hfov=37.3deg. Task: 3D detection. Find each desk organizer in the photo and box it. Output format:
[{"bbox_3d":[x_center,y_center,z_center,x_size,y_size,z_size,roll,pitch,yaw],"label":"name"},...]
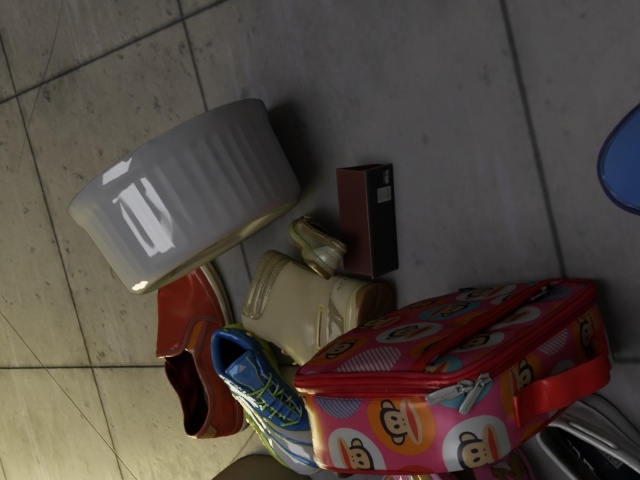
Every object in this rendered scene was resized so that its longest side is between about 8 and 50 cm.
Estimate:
[{"bbox_3d":[0.055,-0.026,1.128,0.050,0.047,0.130,11,111,45],"label":"desk organizer"}]

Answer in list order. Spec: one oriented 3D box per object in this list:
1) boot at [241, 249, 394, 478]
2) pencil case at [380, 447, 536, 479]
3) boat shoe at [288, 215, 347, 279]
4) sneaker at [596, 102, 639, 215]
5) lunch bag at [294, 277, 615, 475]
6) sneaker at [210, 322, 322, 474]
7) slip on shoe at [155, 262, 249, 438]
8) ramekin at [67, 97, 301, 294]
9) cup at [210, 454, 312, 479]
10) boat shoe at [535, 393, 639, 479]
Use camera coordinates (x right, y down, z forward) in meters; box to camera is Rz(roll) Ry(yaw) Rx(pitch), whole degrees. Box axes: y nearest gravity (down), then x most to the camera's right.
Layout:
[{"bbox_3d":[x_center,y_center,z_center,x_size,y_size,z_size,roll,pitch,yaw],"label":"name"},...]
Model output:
[{"bbox_3d":[-0.010,0.154,1.219,0.203,0.095,0.262,18,114,39],"label":"boot"},{"bbox_3d":[0.099,0.373,1.127,0.386,0.160,0.167,-61,38,34],"label":"pencil case"},{"bbox_3d":[-0.001,-0.001,1.161,0.056,0.153,0.048,40,97,-17],"label":"boat shoe"},{"bbox_3d":[0.310,-0.077,0.719,0.322,0.236,0.130,-18,91,46],"label":"sneaker"},{"bbox_3d":[0.148,0.126,0.912,0.258,0.293,0.120,-8,99,42],"label":"lunch bag"},{"bbox_3d":[-0.080,0.212,1.275,0.091,0.126,0.240,-41,69,4],"label":"sneaker"},{"bbox_3d":[-0.194,0.136,1.392,0.123,0.101,0.331,-16,91,48],"label":"slip on shoe"},{"bbox_3d":[-0.157,-0.048,1.177,0.277,0.277,0.135,-32,89,46],"label":"ramekin"},{"bbox_3d":[-0.128,0.508,1.358,0.331,0.237,0.331,18,116,40],"label":"cup"},{"bbox_3d":[0.320,0.263,0.937,0.258,0.084,0.095,39,128,29],"label":"boat shoe"}]
